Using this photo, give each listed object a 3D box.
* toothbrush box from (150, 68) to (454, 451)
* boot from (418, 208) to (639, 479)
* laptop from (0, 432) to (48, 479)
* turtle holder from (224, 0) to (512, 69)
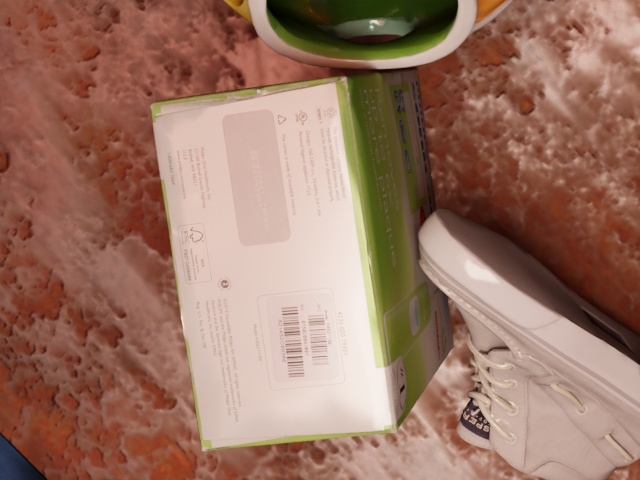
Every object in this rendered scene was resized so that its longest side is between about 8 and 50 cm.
[{"bbox_3d":[0.000,0.000,1.083,0.122,0.283,0.206,-7,94,11],"label":"toothbrush box"},{"bbox_3d":[0.130,0.088,1.118,0.258,0.095,0.123,34,108,-29],"label":"boot"},{"bbox_3d":[-0.295,0.016,1.094,0.236,0.382,0.407,10,98,9],"label":"laptop"},{"bbox_3d":[-0.002,-0.236,1.040,0.320,0.243,0.227,12,59,-15],"label":"turtle holder"}]
